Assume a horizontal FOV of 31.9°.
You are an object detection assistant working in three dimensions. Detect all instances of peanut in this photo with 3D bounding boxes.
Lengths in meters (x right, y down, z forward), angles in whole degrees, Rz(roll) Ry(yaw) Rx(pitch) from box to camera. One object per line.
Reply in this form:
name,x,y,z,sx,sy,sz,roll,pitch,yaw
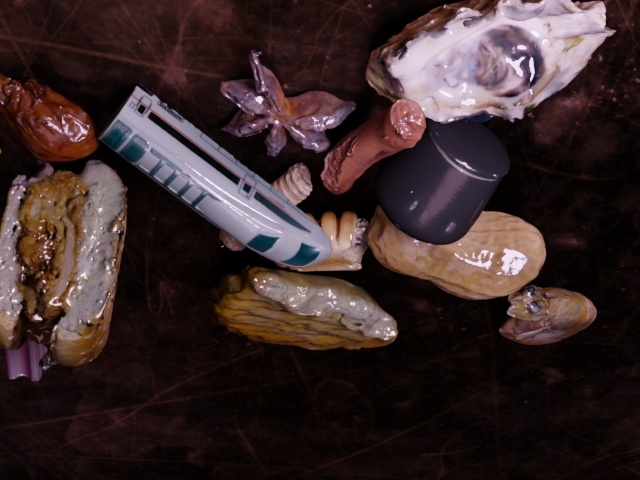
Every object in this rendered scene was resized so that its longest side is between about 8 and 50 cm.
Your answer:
peanut,0.218,0.019,1.835,0.291,0.143,0.159,12,122,-9

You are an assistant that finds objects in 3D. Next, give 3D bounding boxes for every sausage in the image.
sausage,0.071,-0.137,1.663,0.078,0.078,0.304,19,158,-20

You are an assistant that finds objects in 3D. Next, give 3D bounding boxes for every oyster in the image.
oyster,0.224,-0.264,1.553,0.351,0.115,0.238,-13,145,21

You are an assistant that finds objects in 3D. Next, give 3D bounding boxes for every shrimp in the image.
shrimp,0.378,0.136,1.963,0.168,0.077,0.317,-31,152,25

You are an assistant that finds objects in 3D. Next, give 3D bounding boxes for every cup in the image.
cup,0.200,-0.103,1.705,0.223,0.169,0.176,-13,146,-46

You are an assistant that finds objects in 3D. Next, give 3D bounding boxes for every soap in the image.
soap,-0.527,0.147,2.007,0.065,0.122,0.203,6,137,-4

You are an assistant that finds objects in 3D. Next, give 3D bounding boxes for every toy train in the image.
toy train,-0.149,-0.071,1.715,0.407,0.088,0.086,37,127,-16

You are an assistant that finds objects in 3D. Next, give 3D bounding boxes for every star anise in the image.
star anise,-0.064,-0.182,1.676,0.208,0.063,0.172,26,136,-26

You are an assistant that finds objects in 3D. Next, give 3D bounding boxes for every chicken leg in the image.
chicken leg,-0.460,-0.210,1.641,0.304,0.093,0.113,34,141,-26

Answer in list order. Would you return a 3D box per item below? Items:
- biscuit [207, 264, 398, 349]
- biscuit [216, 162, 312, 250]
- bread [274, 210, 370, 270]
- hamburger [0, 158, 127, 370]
biscuit,-0.043,0.116,1.954,0.329,0.078,0.335,-1,157,15
biscuit,-0.090,-0.049,1.827,0.055,0.061,0.219,10,141,-42
bread,0.000,0.000,1.856,0.177,0.084,0.119,-3,156,5
hamburger,-0.415,0.042,1.761,0.195,0.318,0.277,8,159,-10
